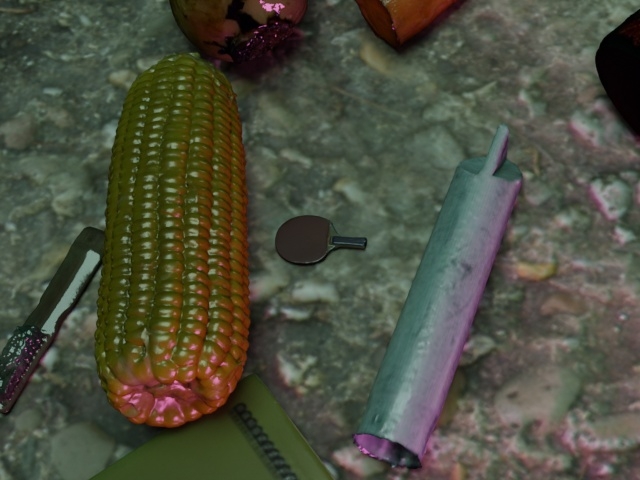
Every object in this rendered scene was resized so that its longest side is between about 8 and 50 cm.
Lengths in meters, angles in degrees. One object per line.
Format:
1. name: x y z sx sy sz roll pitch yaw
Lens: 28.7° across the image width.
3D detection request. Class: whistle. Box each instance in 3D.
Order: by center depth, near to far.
1. whistle: 0.107 0.039 1.054 0.062 0.062 0.312 15 65 16

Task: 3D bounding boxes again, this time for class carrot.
1. carrot: 0.129 -0.264 1.225 0.205 0.072 0.072 -34 62 -18

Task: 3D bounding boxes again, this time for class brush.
1. brush: -0.244 0.064 1.110 0.034 0.027 0.190 21 65 17

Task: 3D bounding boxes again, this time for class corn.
1. corn: -0.125 -0.013 1.076 0.131 0.131 0.344 -7 56 4

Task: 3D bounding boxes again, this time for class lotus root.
1. lotus root: -0.089 -0.263 1.216 0.138 0.138 0.214 -21 56 -4

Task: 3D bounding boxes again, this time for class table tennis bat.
1. table tennis bat: 0.000 0.000 1.122 0.083 0.007 0.050 4 61 12

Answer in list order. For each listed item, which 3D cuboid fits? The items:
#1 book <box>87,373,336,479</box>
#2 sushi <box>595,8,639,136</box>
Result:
1. book: -0.135 0.282 0.967 0.352 0.035 0.239 -34 59 -11
2. sushi: 0.348 -0.128 1.073 0.126 0.136 0.225 -30 54 -12
